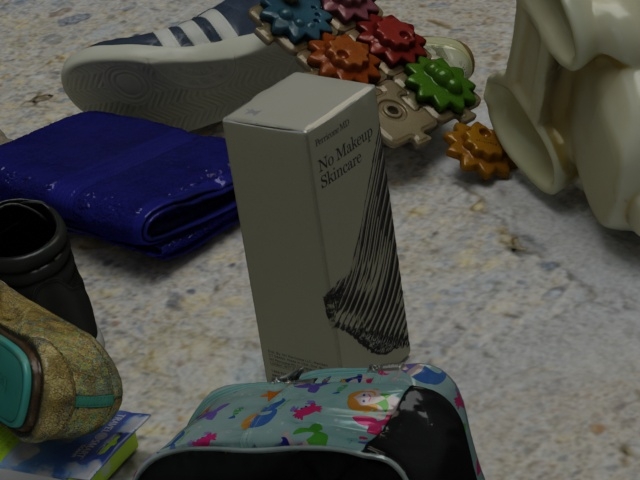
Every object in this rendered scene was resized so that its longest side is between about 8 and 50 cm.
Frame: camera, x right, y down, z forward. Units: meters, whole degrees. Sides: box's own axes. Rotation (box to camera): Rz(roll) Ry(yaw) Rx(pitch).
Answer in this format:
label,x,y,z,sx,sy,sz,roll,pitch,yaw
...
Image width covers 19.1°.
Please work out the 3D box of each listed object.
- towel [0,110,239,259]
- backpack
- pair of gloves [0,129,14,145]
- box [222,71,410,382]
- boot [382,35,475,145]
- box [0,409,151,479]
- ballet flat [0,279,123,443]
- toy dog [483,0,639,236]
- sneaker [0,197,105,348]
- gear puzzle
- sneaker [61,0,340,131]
label,x,y,z,sx,sy,sz,roll,pitch,yaw
towel,-0.215,-0.061,2.082,0.308,0.076,0.227,16,30,39
backpack,-0.002,0.204,1.370,0.253,0.225,0.191,-7,24,26
pair of gloves,-0.481,-0.083,2.226,0.204,0.042,0.240,23,44,40
box,0.000,0.000,1.681,0.094,0.275,0.113,13,35,35
boot,0.057,-0.174,2.197,0.213,0.077,0.165,2,33,20
box,-0.245,0.183,1.664,0.178,0.042,0.109,6,31,27
ballet flat,-0.285,0.091,1.709,0.123,0.123,0.348,-25,29,-26
toy dog,0.421,-0.186,1.902,0.408,0.284,0.395,-18,45,-16
sneaker,-0.305,0.010,1.892,0.104,0.147,0.296,-23,30,-20
gear puzzle,0.083,-0.180,2.075,0.339,0.044,0.175,44,46,20
sneaker,-0.131,-0.222,2.238,0.350,0.131,0.148,-3,44,19
